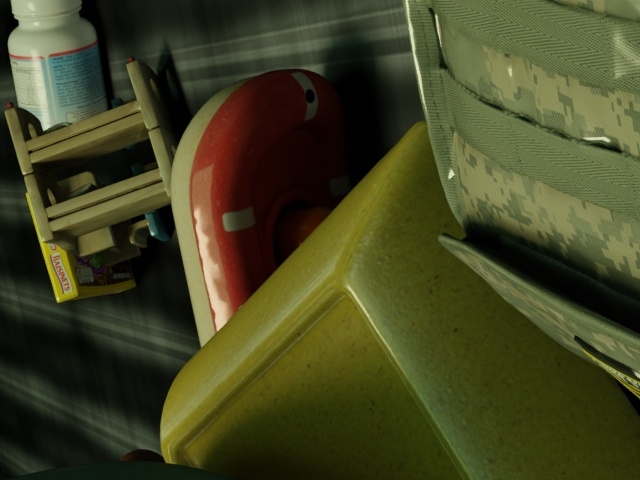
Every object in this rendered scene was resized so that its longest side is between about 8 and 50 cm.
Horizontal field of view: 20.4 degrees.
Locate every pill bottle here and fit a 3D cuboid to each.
[{"bbox_3d":[-0.254,-0.162,1.719,0.087,0.087,0.160,-149,49,-61],"label":"pill bottle"}]

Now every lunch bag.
[{"bbox_3d":[0.159,-0.028,0.700,0.235,0.169,0.287,31,139,56],"label":"lunch bag"}]

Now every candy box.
[{"bbox_3d":[-0.226,0.002,1.703,0.206,0.027,0.105,-8,-101,-81],"label":"candy box"}]

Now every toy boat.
[{"bbox_3d":[0.000,0.000,1.177,0.151,0.151,0.231,-5,101,37],"label":"toy boat"}]

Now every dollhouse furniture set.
[{"bbox_3d":[-0.180,-0.067,1.603,0.183,0.129,0.129,35,-143,-77],"label":"dollhouse furniture set"}]

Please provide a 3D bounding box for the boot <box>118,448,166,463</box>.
[{"bbox_3d":[-0.089,0.165,1.452,0.264,0.096,0.280,-119,42,-58],"label":"boot"}]

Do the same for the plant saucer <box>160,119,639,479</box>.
[{"bbox_3d":[0.041,0.156,1.006,0.333,0.081,0.333,58,138,13],"label":"plant saucer"}]

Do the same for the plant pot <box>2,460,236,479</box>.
[{"bbox_3d":[-0.119,0.254,0.979,0.293,0.235,0.293,22,121,42],"label":"plant pot"}]
